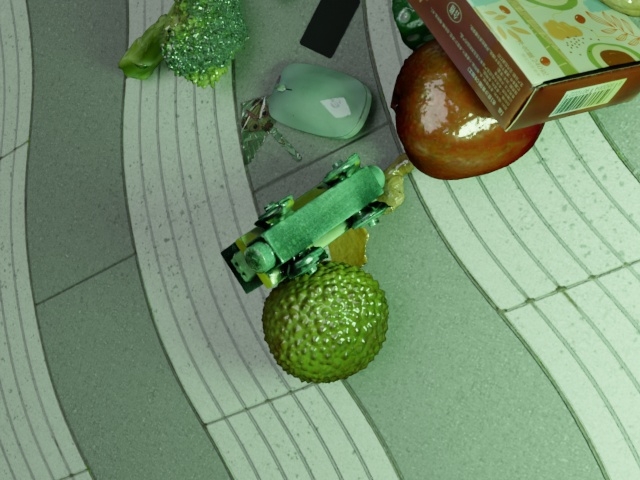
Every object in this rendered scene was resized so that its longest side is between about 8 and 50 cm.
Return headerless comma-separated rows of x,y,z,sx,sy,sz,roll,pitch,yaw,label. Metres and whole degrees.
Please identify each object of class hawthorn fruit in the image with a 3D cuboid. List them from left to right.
0.288,-0.255,1.697,0.311,0.295,0.295,29,98,7,hawthorn fruit

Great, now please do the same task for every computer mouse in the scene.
-0.010,-0.330,1.971,0.288,0.097,0.159,23,94,29,computer mouse

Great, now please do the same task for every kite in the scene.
-0.123,-0.278,2.084,0.250,0.012,0.229,44,105,27,kite

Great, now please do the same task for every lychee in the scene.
0.005,0.177,1.784,0.270,0.270,0.320,48,111,27,lychee

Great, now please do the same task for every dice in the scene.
0.233,-0.502,1.841,0.120,0.131,0.128,-14,74,26,dice

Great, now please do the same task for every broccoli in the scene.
-0.363,-0.507,2.142,0.397,0.275,0.353,-37,21,14,broccoli

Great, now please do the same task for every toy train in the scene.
-0.032,-0.030,1.748,0.160,0.397,0.253,57,142,-3,toy train

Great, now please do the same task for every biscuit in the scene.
-0.003,0.003,1.963,0.232,0.013,0.237,-39,66,19,biscuit

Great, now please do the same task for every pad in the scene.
0.022,-0.532,2.044,0.112,0.003,0.157,32,99,30,pad

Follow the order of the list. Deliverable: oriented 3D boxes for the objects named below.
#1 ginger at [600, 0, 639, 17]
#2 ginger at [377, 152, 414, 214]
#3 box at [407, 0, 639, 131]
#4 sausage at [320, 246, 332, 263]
0.619,-0.489,1.570,0.267,0.138,0.152,11,58,2,ginger
0.162,-0.121,1.853,0.165,0.067,0.096,-52,38,13,ginger
0.401,-0.413,1.603,0.385,0.344,0.122,60,148,24,box
0.000,0.000,1.936,0.029,0.029,0.223,-21,72,26,sausage
